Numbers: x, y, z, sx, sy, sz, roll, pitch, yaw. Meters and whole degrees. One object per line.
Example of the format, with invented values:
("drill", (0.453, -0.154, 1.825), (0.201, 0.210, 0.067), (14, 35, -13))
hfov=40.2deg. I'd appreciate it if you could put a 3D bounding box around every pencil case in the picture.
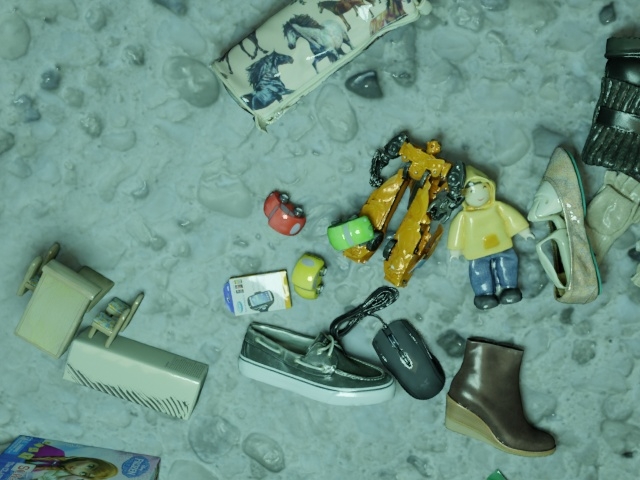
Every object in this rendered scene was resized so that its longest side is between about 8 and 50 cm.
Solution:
("pencil case", (0.003, -0.383, 1.668), (0.410, 0.160, 0.183), (-35, 80, 7))

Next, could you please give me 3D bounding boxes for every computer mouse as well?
("computer mouse", (0.134, 0.244, 1.816), (0.184, 0.060, 0.262), (-30, 96, 6))

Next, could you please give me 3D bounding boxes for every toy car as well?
("toy car", (0.000, 0.000, 1.739), (0.225, 0.053, 0.239), (-15, 100, 33))

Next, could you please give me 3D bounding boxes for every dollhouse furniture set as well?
("dollhouse furniture set", (-0.475, 0.097, 1.720), (0.212, 0.242, 0.161), (31, 111, -2))

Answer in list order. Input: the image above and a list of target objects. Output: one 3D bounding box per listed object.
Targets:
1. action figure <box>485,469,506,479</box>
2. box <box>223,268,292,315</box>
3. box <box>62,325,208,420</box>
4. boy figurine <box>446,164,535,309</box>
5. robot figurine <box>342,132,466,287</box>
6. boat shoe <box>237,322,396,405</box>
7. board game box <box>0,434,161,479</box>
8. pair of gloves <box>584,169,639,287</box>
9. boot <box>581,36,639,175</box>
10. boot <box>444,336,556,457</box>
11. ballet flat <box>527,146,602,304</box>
("action figure", (0.431, 0.611, 1.866), (0.232, 0.063, 0.137), (35, 96, -7))
("box", (-0.132, 0.109, 1.822), (0.136, 0.028, 0.081), (-8, 99, 6))
("box", (-0.380, 0.274, 1.815), (0.275, 0.113, 0.094), (18, 100, 1))
("boy figurine", (0.340, -0.013, 1.753), (0.177, 0.092, 0.285), (-10, 102, 6))
("robot figurine", (0.169, -0.066, 1.734), (0.211, 0.085, 0.291), (31, 100, 26))
("boat shoe", (-0.009, 0.246, 1.769), (0.335, 0.121, 0.119), (10, 107, 11))
("board game box", (-0.510, 0.499, 1.752), (0.318, 0.318, 0.065), (9, 99, 0))
("pair of gloves", (0.645, -0.014, 1.765), (0.240, 0.042, 0.204), (22, 104, 4))
("boot", (0.686, -0.242, 1.653), (0.348, 0.131, 0.260), (9, 95, 28))
("boot", (0.390, 0.325, 1.803), (0.249, 0.090, 0.206), (16, 101, 3))
("ballet flat", (0.470, -0.025, 1.717), (0.106, 0.107, 0.316), (-12, 87, -8))
